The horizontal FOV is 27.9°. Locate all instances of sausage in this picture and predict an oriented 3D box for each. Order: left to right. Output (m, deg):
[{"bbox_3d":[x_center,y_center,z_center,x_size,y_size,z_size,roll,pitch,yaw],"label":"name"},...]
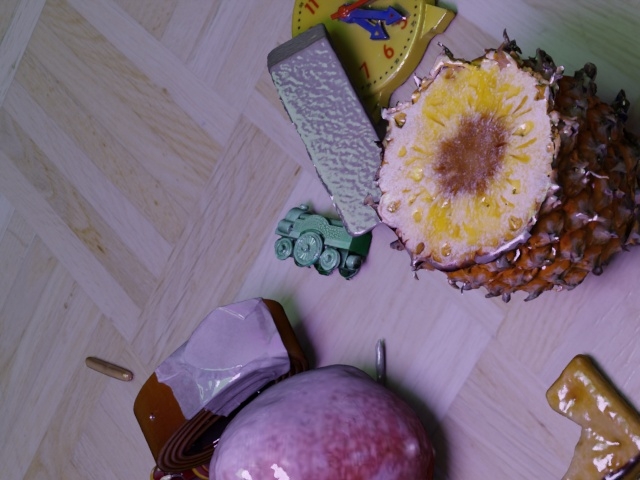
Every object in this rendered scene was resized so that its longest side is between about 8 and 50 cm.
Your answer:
[{"bbox_3d":[-0.402,0.245,2.445,0.132,0.024,0.024,13,94,44],"label":"sausage"}]

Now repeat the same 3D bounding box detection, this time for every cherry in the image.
[{"bbox_3d":[-0.011,0.330,1.891,0.326,0.335,0.291,-154,59,-65],"label":"cherry"}]

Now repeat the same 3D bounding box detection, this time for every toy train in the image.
[{"bbox_3d":[0.000,0.000,2.073,0.178,0.071,0.105,13,86,41],"label":"toy train"}]

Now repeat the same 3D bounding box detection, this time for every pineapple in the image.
[{"bbox_3d":[0.263,-0.086,1.681,0.352,0.300,0.352,-5,83,43],"label":"pineapple"}]

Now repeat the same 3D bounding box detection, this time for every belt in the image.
[{"bbox_3d":[-0.163,0.235,2.094,0.339,0.217,0.122,-46,58,27],"label":"belt"}]

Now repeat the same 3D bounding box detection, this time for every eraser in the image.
[{"bbox_3d":[0.025,-0.175,1.999,0.111,0.077,0.352,-28,77,9],"label":"eraser"}]

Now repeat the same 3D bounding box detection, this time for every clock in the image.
[{"bbox_3d":[0.059,-0.357,2.055,0.293,0.071,0.277,47,117,36],"label":"clock"}]

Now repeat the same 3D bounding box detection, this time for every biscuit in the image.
[{"bbox_3d":[0.355,0.267,1.737,0.174,0.039,0.183,-53,54,28],"label":"biscuit"}]

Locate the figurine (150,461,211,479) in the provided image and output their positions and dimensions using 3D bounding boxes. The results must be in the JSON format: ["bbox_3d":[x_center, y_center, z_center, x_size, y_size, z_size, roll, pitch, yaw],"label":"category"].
[{"bbox_3d":[-0.248,0.407,2.237,0.154,0.098,0.082,-31,69,33],"label":"figurine"}]
